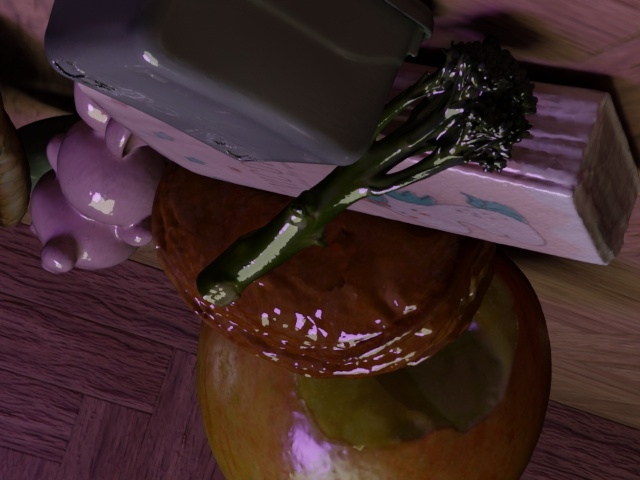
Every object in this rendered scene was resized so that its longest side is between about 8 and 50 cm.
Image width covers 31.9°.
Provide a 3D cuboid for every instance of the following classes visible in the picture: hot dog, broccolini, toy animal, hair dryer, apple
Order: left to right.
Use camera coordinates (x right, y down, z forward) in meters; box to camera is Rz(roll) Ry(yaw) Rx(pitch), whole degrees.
[{"bbox_3d":[-0.164,-0.062,0.926,0.124,0.124,0.212,21,137,-21],"label":"toy animal"},{"bbox_3d":[-0.147,-0.070,1.107,0.229,0.092,0.267,3,179,38],"label":"hair dryer"},{"bbox_3d":[0.000,0.000,0.851,0.272,0.196,0.122,12,146,27],"label":"hot dog"},{"bbox_3d":[0.022,-0.022,0.590,0.058,0.216,0.067,35,-151,-27],"label":"broccolini"},{"bbox_3d":[0.048,0.133,1.051,0.339,0.339,0.339,17,172,3],"label":"apple"}]

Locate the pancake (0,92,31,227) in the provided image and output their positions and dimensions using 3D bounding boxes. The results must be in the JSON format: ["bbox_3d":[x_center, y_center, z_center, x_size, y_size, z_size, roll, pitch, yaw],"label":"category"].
[{"bbox_3d":[-0.388,-0.111,0.992,0.305,0.067,0.427,35,158,-3],"label":"pancake"}]

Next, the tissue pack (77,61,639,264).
[{"bbox_3d":[0.025,-0.064,0.703,0.325,0.071,0.170,14,172,26],"label":"tissue pack"}]

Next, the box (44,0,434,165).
[{"bbox_3d":[-0.044,-0.099,0.539,0.172,0.093,0.124,24,170,-38],"label":"box"}]
